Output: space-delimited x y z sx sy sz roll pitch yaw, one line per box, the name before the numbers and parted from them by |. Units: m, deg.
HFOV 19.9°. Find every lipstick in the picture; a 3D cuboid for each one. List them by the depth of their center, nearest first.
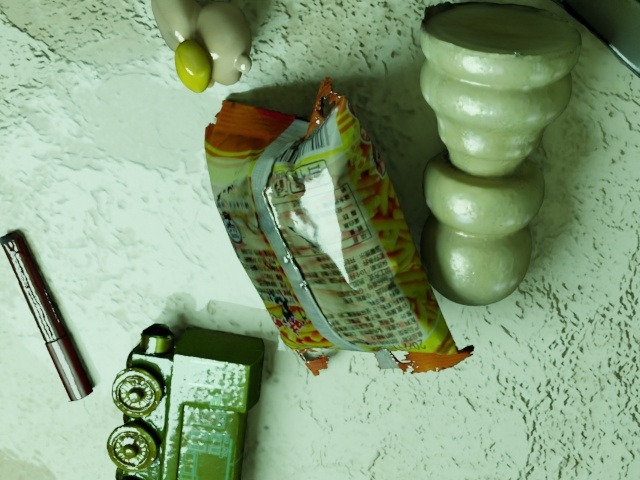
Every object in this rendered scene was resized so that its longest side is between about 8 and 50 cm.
lipstick | -0.266 0.073 1.769 0.027 0.027 0.176 -19 102 16

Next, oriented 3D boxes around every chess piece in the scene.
chess piece | 0.146 -0.068 1.598 0.143 0.142 0.260 7 116 8

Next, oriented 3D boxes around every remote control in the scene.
remote control | 0.244 -0.205 1.579 0.212 0.028 0.059 39 109 -4

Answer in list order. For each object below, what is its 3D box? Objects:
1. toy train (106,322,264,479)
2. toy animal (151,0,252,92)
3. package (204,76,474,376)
toy train | -0.132 0.191 1.749 0.137 0.090 0.225 8 109 4
toy animal | -0.099 -0.186 1.632 0.082 0.091 0.114 -24 72 0
package | -0.004 0.001 1.625 0.223 0.108 0.288 -4 111 53
